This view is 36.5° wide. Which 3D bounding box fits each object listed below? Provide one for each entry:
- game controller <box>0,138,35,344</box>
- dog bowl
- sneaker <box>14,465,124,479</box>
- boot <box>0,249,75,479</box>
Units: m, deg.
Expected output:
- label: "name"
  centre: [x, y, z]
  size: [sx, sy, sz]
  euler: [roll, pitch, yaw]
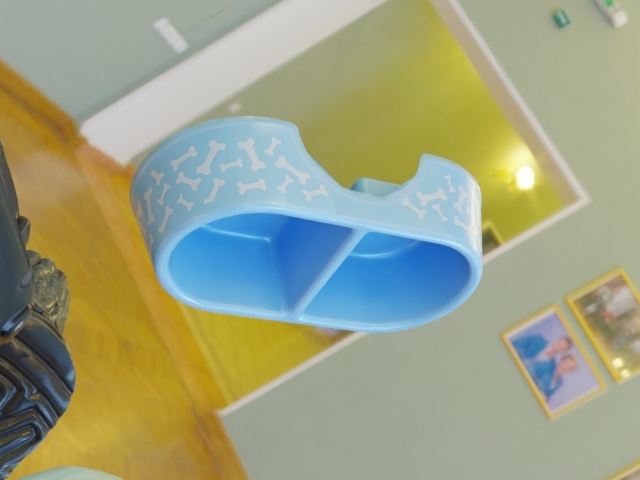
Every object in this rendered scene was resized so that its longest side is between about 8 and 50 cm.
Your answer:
- label: "game controller"
  centre: [-0.169, -0.084, 0.308]
  size: [0.166, 0.067, 0.319]
  euler: [36, -30, 17]
- label: "dog bowl"
  centre: [0.000, 0.000, 0.763]
  size: [0.297, 0.166, 0.074]
  euler: [10, 49, -27]
- label: "sneaker"
  centre: [-0.101, 0.285, 0.451]
  size: [0.150, 0.135, 0.366]
  euler: [-5, 94, -71]
- label: "boot"
  centre: [-0.336, 0.157, 0.780]
  size: [0.131, 0.348, 0.260]
  euler: [54, -9, -19]
